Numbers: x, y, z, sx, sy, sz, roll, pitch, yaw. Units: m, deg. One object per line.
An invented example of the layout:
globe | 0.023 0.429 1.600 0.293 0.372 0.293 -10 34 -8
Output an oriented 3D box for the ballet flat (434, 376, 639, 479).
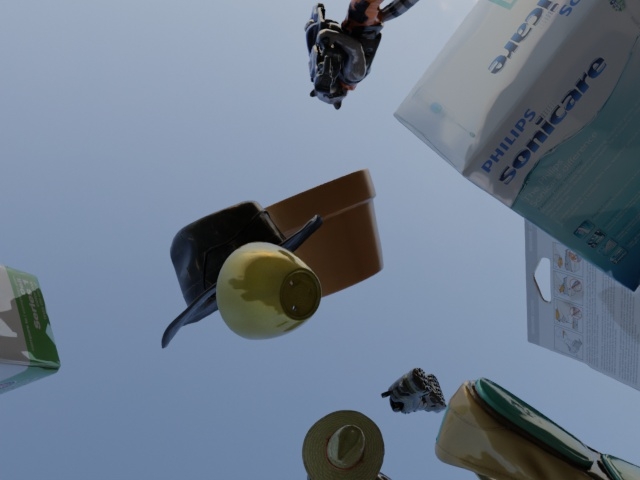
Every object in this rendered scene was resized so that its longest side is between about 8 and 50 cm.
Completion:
ballet flat | 0.190 0.182 0.513 0.232 0.073 0.080 30 -166 5

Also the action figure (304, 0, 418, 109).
action figure | 0.076 -0.378 1.325 0.179 0.330 0.341 19 -140 -17

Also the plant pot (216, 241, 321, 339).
plant pot | -0.054 0.068 0.924 0.134 0.095 0.134 1 -91 -38

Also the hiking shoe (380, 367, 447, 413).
hiking shoe | 0.221 0.365 1.673 0.227 0.114 0.086 44 -155 -51

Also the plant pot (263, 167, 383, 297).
plant pot | 0.000 0.000 1.431 0.291 0.291 0.203 -23 -89 -36

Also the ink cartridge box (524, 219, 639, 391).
ink cartridge box | 0.466 0.081 1.175 0.066 0.261 0.296 -24 -62 -29

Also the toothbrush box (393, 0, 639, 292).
toothbrush box | 0.251 -0.111 0.647 0.296 0.216 0.126 25 -162 -37

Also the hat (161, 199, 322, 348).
hat | -0.159 0.023 1.124 0.331 0.331 0.134 -37 -92 -37

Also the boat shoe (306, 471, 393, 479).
boat shoe | 0.108 0.454 1.182 0.335 0.095 0.112 25 -113 32

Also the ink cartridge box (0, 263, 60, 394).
ink cartridge box | -0.398 0.090 0.620 0.202 0.278 0.117 -21 -105 3

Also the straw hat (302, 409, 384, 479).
straw hat | 0.042 0.332 1.142 0.145 0.061 0.144 3 -120 -6
